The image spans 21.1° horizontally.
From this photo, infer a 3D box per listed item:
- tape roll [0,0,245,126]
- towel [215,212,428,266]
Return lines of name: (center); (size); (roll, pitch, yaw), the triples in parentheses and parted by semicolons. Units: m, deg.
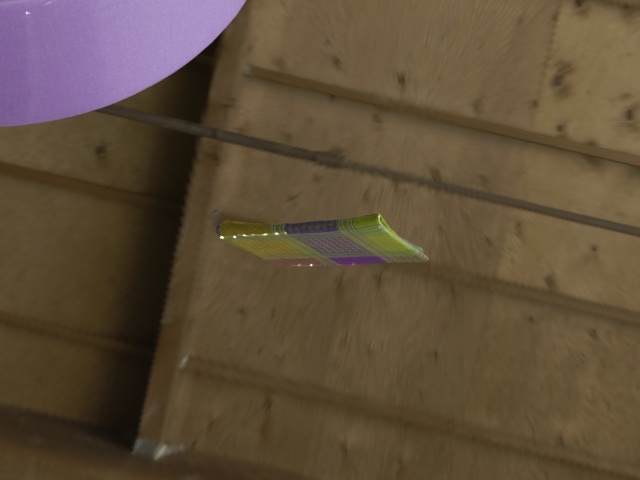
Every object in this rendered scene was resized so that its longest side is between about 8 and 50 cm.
tape roll: (-0.160, -0.189, 0.840); (0.275, 0.090, 0.274); (0, -123, -1)
towel: (0.000, 0.000, 0.773); (0.083, 0.060, 0.009); (-3, -107, 27)
